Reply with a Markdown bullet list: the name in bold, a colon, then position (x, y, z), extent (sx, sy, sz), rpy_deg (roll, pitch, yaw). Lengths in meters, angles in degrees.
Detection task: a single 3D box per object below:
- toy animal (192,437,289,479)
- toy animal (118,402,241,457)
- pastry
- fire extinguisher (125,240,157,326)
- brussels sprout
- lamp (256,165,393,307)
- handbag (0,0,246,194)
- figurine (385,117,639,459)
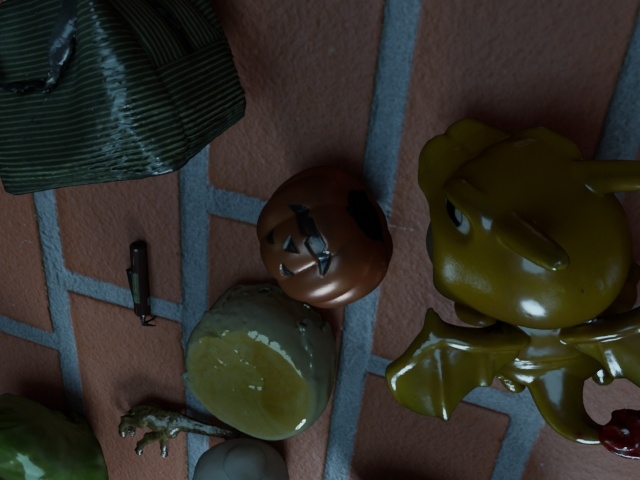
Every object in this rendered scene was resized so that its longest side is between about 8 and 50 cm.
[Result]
- **toy animal**: position (-0.138, 0.528, 1.193), extent (0.196, 0.368, 0.241), rpy_deg (3, 139, -6)
- **toy animal**: position (-0.278, 0.363, 1.356), extent (0.275, 0.054, 0.149), rpy_deg (-18, 113, 28)
- **pastry**: position (-0.095, 0.192, 1.129), extent (0.264, 0.133, 0.265), rpy_deg (10, 121, 17)
- **fire extinguisher**: position (-0.314, 0.079, 1.212), extent (0.048, 0.035, 0.173), rpy_deg (11, 119, 12)
- **brussels sprout**: position (-0.570, 0.468, 1.425), extent (0.327, 0.247, 0.328), rpy_deg (5, 105, 20)
- **lamp**: position (0.000, 0.000, 0.946), extent (0.163, 0.188, 0.188), rpy_deg (-27, 106, 28)
- **handbag**: position (-0.281, -0.213, 0.893), extent (0.340, 0.247, 0.240), rpy_deg (-4, 116, 31)
- **figurine**: position (0.280, 0.062, 0.823), extent (0.400, 0.268, 0.387), rpy_deg (4, 135, 32)
